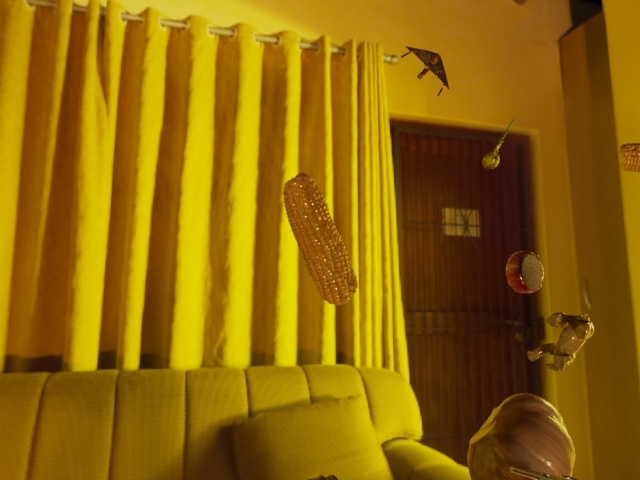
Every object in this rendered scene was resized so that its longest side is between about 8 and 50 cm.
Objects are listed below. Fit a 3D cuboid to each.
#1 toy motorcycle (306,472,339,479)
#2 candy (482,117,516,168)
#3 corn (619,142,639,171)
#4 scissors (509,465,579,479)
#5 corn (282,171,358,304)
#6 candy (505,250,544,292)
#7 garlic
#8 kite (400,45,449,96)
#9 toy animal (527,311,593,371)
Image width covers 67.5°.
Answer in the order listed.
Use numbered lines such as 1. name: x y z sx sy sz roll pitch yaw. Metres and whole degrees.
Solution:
1. toy motorcycle: 0.068 0.606 0.914 0.182 0.319 0.241 -35 -40 -8
2. candy: 0.397 -0.214 1.057 0.035 0.123 0.035 31 25 19
3. corn: 0.980 -0.235 1.342 0.244 0.093 0.093 4 -5 33
4. scissors: 0.376 0.394 0.792 0.119 0.014 0.058 10 3 15
5. corn: 0.000 0.000 0.987 0.101 0.292 0.101 -18 16 5
6. candy: 0.485 0.075 1.135 0.103 0.103 0.043 5 -9 -29
7. garlic: 0.552 0.590 1.304 0.317 0.259 0.317 -43 -12 -12
8. kite: 0.321 -0.516 1.420 0.183 0.160 0.010 43 -34 -7
9. toy animal: 0.622 0.268 1.220 0.101 0.219 0.103 -2 32 -27
